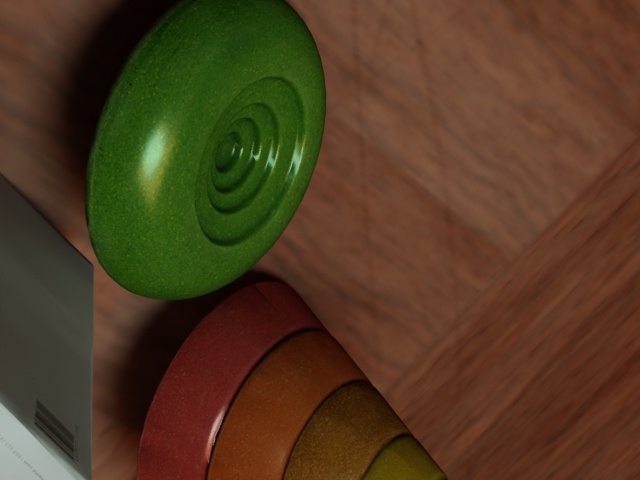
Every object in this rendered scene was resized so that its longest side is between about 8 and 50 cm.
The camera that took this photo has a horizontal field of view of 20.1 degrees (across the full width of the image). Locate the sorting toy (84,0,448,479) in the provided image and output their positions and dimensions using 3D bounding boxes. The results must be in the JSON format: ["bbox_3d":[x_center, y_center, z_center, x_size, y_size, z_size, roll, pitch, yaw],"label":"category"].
[{"bbox_3d":[0.000,0.000,0.679,0.127,0.126,0.365,-43,143,-36],"label":"sorting toy"}]

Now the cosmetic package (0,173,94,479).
[{"bbox_3d":[-0.129,0.051,0.592,0.099,0.239,0.060,-43,105,4],"label":"cosmetic package"}]
